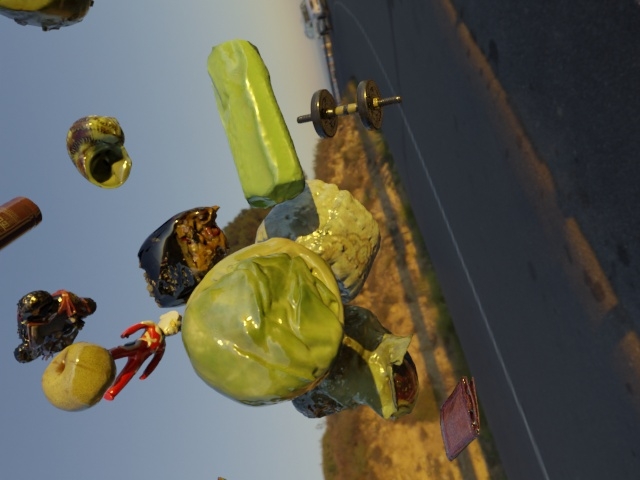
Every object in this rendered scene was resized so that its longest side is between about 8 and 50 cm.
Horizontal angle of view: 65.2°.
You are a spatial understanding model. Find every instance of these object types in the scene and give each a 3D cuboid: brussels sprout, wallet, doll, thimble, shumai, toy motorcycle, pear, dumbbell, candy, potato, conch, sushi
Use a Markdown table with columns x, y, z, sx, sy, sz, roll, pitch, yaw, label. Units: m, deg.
| x | y | z | sx | sy | sz | roll | pitch | yaw | label |
| --- | --- | --- | --- | --- | --- | --- | --- | --- | --- |
| -0.091 | 0.152 | 0.925 | 0.247 | 0.327 | 0.328 | -47 | 43 | 41 | brussels sprout |
| 0.264 | 0.345 | 0.963 | 0.166 | 0.030 | 0.111 | 98 | 179 | -50 | wallet |
| -0.600 | 0.363 | 1.703 | 0.384 | 0.098 | 0.189 | -47 | -49 | -53 | doll |
| 0.000 | 0.000 | 1.215 | 0.195 | 0.291 | 0.292 | -60 | -27 | -26 | thimble |
| 0.126 | 0.396 | 1.502 | 0.395 | 0.347 | 0.395 | -51 | -28 | -41 | shumai |
| -0.757 | 0.265 | 1.421 | 0.134 | 0.207 | 0.401 | 45 | 127 | 23 | toy motorcycle |
| -0.562 | 0.319 | 1.178 | 0.137 | 0.167 | 0.167 | 49 | -161 | -32 | pear |
| 0.077 | -0.375 | 1.440 | 0.143 | 0.325 | 0.144 | 15 | -107 | -62 | dumbbell |
| -0.135 | -0.234 | 1.015 | 0.142 | 0.131 | 0.344 | 39 | -149 | -78 | candy |
| -0.488 | -0.415 | 0.770 | 0.298 | 0.175 | 0.141 | -18 | -53 | -66 | potato |
| -0.598 | -0.251 | 1.371 | 0.187 | 0.182 | 0.124 | 37 | 176 | -28 | conch |
| -0.311 | 0.031 | 1.187 | 0.200 | 0.203 | 0.213 | -104 | -7 | -70 | sushi |

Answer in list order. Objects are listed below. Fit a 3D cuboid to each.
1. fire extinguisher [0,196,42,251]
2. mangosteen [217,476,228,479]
| x | y | z | sx | sy | sz | roll | pitch | yaw | label |
| --- | --- | --- | --- | --- | --- | --- | --- | --- | --- |
| -1.003 | -0.014 | 1.494 | 0.337 | 0.135 | 0.114 | -67 | 0 | -57 | fire extinguisher |
| -0.229 | 0.607 | 1.078 | 0.146 | 0.181 | 0.156 | -95 | -2 | -84 | mangosteen |
